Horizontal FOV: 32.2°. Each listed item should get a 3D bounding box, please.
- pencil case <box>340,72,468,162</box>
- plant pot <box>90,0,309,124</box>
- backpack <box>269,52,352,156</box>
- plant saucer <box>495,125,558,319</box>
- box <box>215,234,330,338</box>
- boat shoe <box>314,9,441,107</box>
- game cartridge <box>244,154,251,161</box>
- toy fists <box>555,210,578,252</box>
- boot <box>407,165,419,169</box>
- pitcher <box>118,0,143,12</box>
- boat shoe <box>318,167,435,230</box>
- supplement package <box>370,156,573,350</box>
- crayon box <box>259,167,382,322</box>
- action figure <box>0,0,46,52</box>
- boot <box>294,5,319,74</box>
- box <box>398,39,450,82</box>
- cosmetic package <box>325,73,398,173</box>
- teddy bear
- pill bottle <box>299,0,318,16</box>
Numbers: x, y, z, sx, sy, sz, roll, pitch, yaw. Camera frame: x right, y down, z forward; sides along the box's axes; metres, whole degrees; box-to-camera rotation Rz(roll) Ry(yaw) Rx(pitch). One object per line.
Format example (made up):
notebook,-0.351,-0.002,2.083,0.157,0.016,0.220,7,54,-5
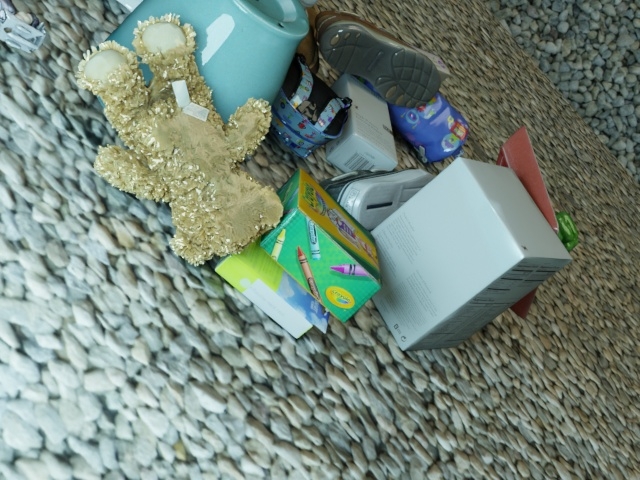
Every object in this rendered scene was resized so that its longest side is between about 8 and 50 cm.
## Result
pencil case,0.179,-0.287,2.350,0.306,0.133,0.119,39,-15,-19
plant pot,-0.161,-0.284,1.645,0.272,0.255,0.271,33,30,-22
backpack,-0.035,-0.222,1.929,0.158,0.117,0.173,42,26,-14
plant saucer,0.350,-0.031,2.010,0.048,0.258,0.259,-1,49,-8
box,-0.063,0.060,1.585,0.178,0.042,0.109,42,27,-15
boat shoe,0.115,-0.367,2.183,0.324,0.123,0.116,26,26,-42
game cartridge,-0.139,-0.168,1.813,0.056,0.017,0.083,36,28,-31
toy fists,0.465,0.007,2.358,0.096,0.142,0.279,57,28,16
boot,0.246,-0.085,2.217,0.220,0.109,0.283,29,39,-26
pitcher,-0.266,-0.459,1.865,0.178,0.125,0.207,47,52,-38
boat shoe,0.101,-0.083,1.937,0.119,0.121,0.335,23,11,29
supplement package,0.228,0.027,1.827,0.198,0.263,0.199,4,50,-55
crayon box,0.000,0.000,1.646,0.165,0.081,0.278,43,11,-11
action figure,-0.445,-0.342,1.496,0.185,0.099,0.285,41,30,-31
boot,-0.061,-0.445,2.164,0.305,0.112,0.115,-102,175,-45
box,0.193,-0.425,2.618,0.324,0.067,0.063,7,48,-53
cosmetic package,0.072,-0.214,2.122,0.117,0.085,0.231,33,31,-27
teddy bear,-0.189,-0.137,1.498,0.338,0.113,0.245,45,67,-14
pill bottle,-0.108,-0.372,1.873,0.136,0.246,0.136,37,28,-24
